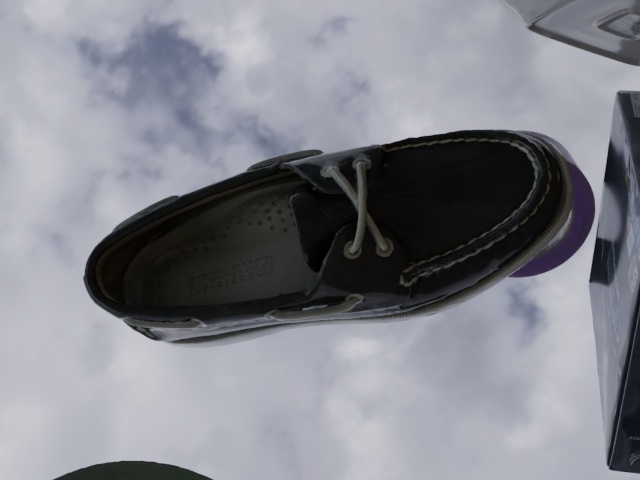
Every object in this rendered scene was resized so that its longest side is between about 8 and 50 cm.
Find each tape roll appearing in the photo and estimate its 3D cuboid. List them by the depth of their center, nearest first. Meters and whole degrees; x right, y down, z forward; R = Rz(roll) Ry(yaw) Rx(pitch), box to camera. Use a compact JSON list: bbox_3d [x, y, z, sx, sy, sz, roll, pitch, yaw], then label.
[{"bbox_3d":[0.272,-0.049,1.370,0.189,0.189,0.080,30,-156,-20],"label":"tape roll"}]

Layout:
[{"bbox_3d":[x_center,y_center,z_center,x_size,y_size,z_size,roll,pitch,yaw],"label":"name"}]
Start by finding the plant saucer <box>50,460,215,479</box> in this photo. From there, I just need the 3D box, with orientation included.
[{"bbox_3d":[-0.101,0.216,0.530,0.195,0.037,0.195,8,-120,-15],"label":"plant saucer"}]

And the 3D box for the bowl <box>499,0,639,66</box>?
[{"bbox_3d":[0.176,-0.144,0.563,0.142,0.142,0.053,14,-101,-21],"label":"bowl"}]

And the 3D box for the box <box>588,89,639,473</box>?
[{"bbox_3d":[0.235,0.021,0.715,0.059,0.183,0.232,4,-147,9],"label":"box"}]

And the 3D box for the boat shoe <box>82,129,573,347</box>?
[{"bbox_3d":[0.000,0.000,0.611,0.091,0.302,0.114,32,-140,-65],"label":"boat shoe"}]
